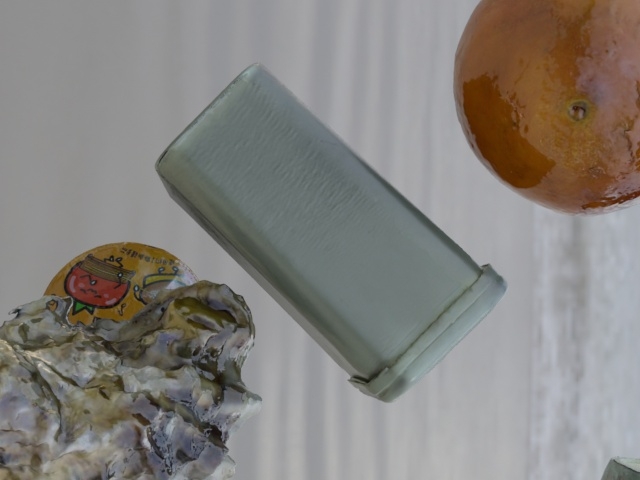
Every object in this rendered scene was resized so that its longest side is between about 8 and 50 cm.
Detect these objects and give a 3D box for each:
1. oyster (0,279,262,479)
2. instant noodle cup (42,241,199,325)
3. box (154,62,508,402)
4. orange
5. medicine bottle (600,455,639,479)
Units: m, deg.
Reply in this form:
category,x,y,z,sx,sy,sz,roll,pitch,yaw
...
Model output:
category,x,y,z,sx,sy,sz,roll,pitch,yaw
oyster,-0.200,0.145,1.382,0.351,0.115,0.237,9,61,-41
instant noodle cup,-0.250,0.134,1.969,0.172,0.216,0.215,90,9,-60
box,0.000,0.000,1.632,0.177,0.344,0.352,-47,179,-4
orange,0.279,-0.167,1.588,0.226,0.284,0.283,-63,150,-70
medicine bottle,0.411,0.354,1.873,0.147,0.147,0.143,2,101,-73
